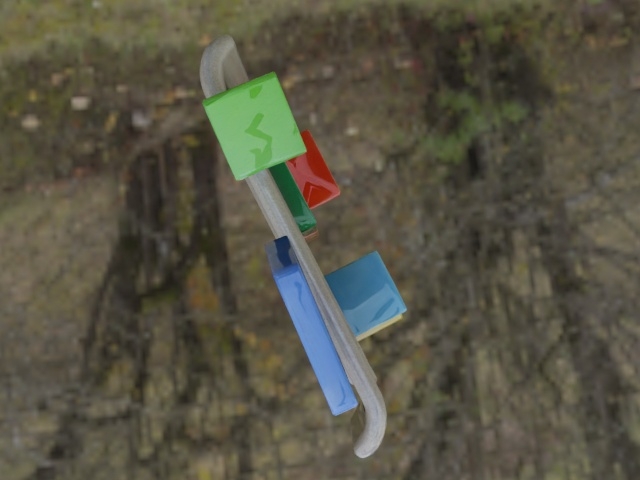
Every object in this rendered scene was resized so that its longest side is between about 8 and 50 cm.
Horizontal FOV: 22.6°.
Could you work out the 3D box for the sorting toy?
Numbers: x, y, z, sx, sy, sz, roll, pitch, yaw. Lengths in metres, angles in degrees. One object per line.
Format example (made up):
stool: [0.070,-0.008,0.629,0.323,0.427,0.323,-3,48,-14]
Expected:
sorting toy: [0.000,0.000,0.777,0.047,0.196,0.348,-23,178,-1]
